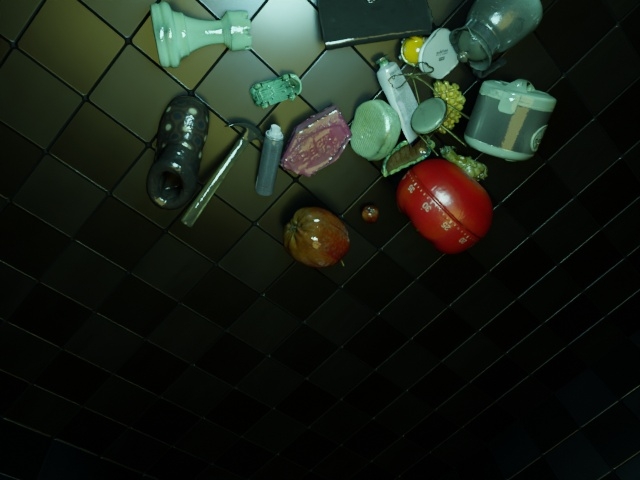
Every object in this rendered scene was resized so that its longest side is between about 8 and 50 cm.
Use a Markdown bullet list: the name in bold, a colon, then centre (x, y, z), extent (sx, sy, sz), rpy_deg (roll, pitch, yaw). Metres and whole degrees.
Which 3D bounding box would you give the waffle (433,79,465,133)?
- **waffle**: centre (0.471, -0.505, 1.829), extent (0.161, 0.046, 0.191), rpy_deg (15, 117, -20)

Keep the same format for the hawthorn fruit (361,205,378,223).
- **hawthorn fruit**: centre (0.206, -0.106, 1.983), extent (0.077, 0.077, 0.077), rpy_deg (-4, 118, -8)

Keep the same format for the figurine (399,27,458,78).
- **figurine**: centre (0.380, -0.668, 1.712), extent (0.250, 0.141, 0.166), rpy_deg (-17, 119, -42)

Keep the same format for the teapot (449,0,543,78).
- **teapot**: centre (0.569, -0.708, 1.652), extent (0.223, 0.305, 0.285), rpy_deg (45, 92, 4)

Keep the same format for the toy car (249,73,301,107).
- **toy car**: centre (-0.155, -0.532, 1.699), extent (0.186, 0.058, 0.093), rpy_deg (-14, 121, 11)

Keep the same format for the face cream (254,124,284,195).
- **face cream**: centre (-0.188, -0.295, 1.774), extent (0.073, 0.073, 0.283), rpy_deg (6, 131, -13)

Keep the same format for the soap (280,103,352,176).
- **soap**: centre (-0.026, -0.357, 1.788), extent (0.289, 0.112, 0.182), rpy_deg (-29, 116, 7)

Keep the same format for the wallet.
- **wallet**: centre (0.181, -0.753, 1.595), extent (0.378, 0.051, 0.196), rpy_deg (-9, 85, -4)

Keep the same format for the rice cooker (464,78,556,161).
- **rice cooker**: centre (0.699, -0.454, 1.772), extent (0.289, 0.288, 0.276), rpy_deg (8, 115, -14)

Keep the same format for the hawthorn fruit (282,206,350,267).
- **hawthorn fruit**: centre (-0.016, -0.012, 1.903), extent (0.262, 0.258, 0.258), rpy_deg (-2, 120, -30)

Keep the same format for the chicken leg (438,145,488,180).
- **chicken leg**: centre (0.578, -0.308, 1.923), extent (0.228, 0.103, 0.088), rpy_deg (29, 125, -19)

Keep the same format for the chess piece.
- **chess piece**: centre (-0.375, -0.661, 1.531), extent (0.300, 0.194, 0.194), rpy_deg (-10, 119, -14)

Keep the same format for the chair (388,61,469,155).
- **chair**: centre (0.381, -0.450, 1.689), extent (0.160, 0.170, 0.326), rpy_deg (-10, 151, 43)

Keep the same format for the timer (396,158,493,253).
- **timer**: centre (0.476, -0.139, 1.836), extent (0.378, 0.377, 0.279), rpy_deg (34, 114, -24)

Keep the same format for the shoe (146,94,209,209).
- **shoe**: centre (-0.495, -0.296, 1.661), extent (0.172, 0.237, 0.383), rpy_deg (15, 116, -20)

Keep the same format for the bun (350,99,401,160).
- **bun**: centre (0.208, -0.407, 1.766), extent (0.108, 0.221, 0.221), rpy_deg (-9, 124, -40)

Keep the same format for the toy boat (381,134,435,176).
- **toy boat**: centre (0.310, -0.319, 1.827), extent (0.293, 0.099, 0.108), rpy_deg (-33, 127, -27)

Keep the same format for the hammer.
- **hammer**: centre (-0.362, -0.236, 1.740), extent (0.168, 0.044, 0.439), rpy_deg (35, 84, -27)

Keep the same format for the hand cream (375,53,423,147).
- **hand cream**: centre (0.297, -0.515, 1.757), extent (0.121, 0.076, 0.335), rpy_deg (-41, 113, -22)
